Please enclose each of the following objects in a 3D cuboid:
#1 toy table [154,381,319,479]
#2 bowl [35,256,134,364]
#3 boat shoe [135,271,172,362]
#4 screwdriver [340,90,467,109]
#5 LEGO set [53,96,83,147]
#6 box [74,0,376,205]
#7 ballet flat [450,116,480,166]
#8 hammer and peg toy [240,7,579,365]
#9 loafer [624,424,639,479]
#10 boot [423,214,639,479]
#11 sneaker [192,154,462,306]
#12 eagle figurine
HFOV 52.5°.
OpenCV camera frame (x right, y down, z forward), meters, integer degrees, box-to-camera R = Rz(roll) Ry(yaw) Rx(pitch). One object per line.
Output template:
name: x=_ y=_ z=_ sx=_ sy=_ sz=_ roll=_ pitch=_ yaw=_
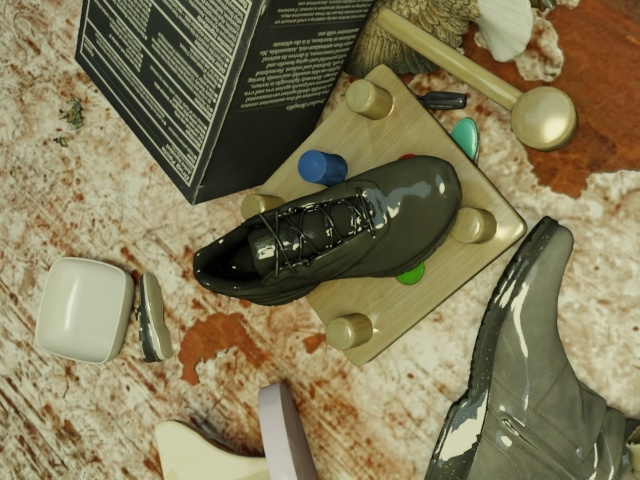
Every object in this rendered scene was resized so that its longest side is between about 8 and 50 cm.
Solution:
toy table: x=-0.080 y=0.312 z=0.716 sx=0.161 sy=0.252 sz=0.274 roll=-17 pitch=63 yaw=1
bowl: x=-0.329 y=0.099 z=0.929 sx=0.142 sy=0.053 sz=0.142 roll=9 pitch=86 yaw=21
boat shoe: x=-0.238 y=0.107 z=0.899 sx=0.038 sy=0.046 sz=0.125 roll=-15 pitch=85 yaw=13
screwdriver: x=0.104 y=-0.181 z=0.833 sx=0.170 sy=0.025 sz=0.024 roll=8 pitch=86 yaw=30
LEGO set: x=-0.389 y=-0.185 z=1.015 sx=0.083 sy=0.023 sz=0.054 roll=-47 pitch=67 yaw=22
box: x=-0.130 y=-0.258 z=0.777 sx=0.296 sy=0.183 sz=0.294 roll=50 pitch=135 yaw=19
ballet flat: x=0.170 y=-0.088 z=0.775 sx=0.041 sy=0.041 sz=0.114 roll=8 pitch=96 yaw=21
hammer and peg toy: x=0.093 y=-0.066 z=0.727 sx=0.361 sy=0.127 sz=0.266 roll=-45 pitch=69 yaw=22
loafer: x=0.368 y=0.118 z=0.607 sx=0.269 sy=0.102 sz=0.092 roll=-37 pitch=77 yaw=-18
boot: x=0.264 y=0.161 z=0.682 sx=0.223 sy=0.118 sz=0.337 roll=20 pitch=96 yaw=15
sneaker: x=0.000 y=0.000 z=0.632 sx=0.286 sy=0.130 sz=0.109 roll=-27 pitch=75 yaw=26
eagle figurine: x=0.118 y=-0.312 z=0.759 sx=0.299 sy=0.225 sz=0.226 roll=0 pitch=95 yaw=10
